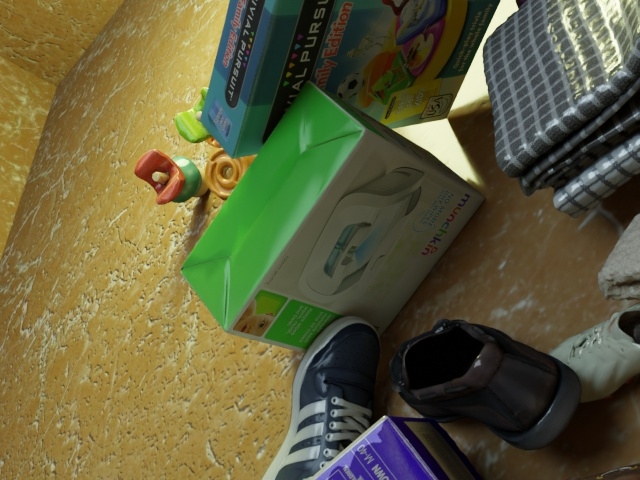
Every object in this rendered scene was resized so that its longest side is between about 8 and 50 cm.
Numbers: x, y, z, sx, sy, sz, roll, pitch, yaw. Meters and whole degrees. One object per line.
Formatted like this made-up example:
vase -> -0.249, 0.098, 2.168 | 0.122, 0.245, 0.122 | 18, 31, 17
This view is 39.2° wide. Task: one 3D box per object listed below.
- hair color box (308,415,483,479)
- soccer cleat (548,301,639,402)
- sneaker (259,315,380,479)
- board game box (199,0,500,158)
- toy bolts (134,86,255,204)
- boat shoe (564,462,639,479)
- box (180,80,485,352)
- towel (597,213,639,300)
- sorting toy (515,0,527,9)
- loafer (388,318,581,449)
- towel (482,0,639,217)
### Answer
hair color box -> -0.016, 0.298, 0.774 | 0.339, 0.185, 0.110 | -41, 69, 7
soccer cleat -> 0.249, 0.085, 0.737 | 0.196, 0.076, 0.068 | -26, 44, 47
sneaker -> 0.019, 0.228, 0.960 | 0.153, 0.099, 0.282 | 22, 90, 65
board game box -> 0.050, -0.236, 1.013 | 0.079, 0.336, 0.254 | 50, 138, 30
toy bolts -> -0.198, -0.137, 1.657 | 0.228, 0.158, 0.218 | -39, 75, 19
boat shoe -> 0.204, 0.224, 0.715 | 0.178, 0.064, 0.060 | -35, 8, 38
box -> 0.015, -0.009, 1.021 | 0.262, 0.231, 0.127 | -54, 46, 12
towel -> 0.346, -0.036, 0.647 | 0.187, 0.049, 0.282 | -48, 20, -30
sorting toy -> 0.328, -0.420, 1.065 | 0.365, 0.127, 0.126 | -63, -1, 3
loafer -> 0.125, 0.113, 0.837 | 0.109, 0.095, 0.302 | -58, 14, -10
towel -> 0.270, -0.184, 0.856 | 0.235, 0.121, 0.284 | -40, 24, 33
